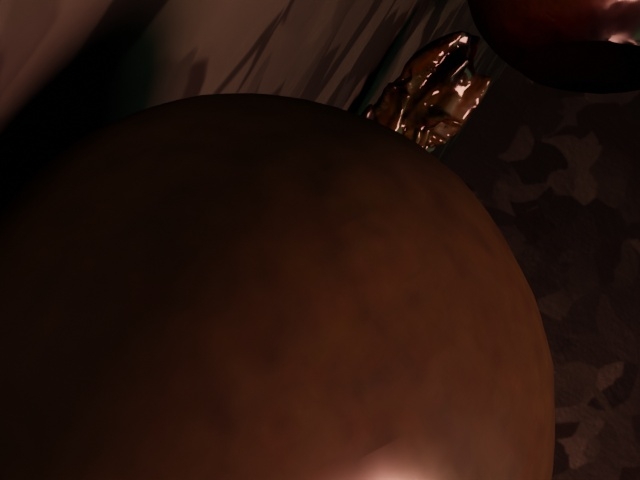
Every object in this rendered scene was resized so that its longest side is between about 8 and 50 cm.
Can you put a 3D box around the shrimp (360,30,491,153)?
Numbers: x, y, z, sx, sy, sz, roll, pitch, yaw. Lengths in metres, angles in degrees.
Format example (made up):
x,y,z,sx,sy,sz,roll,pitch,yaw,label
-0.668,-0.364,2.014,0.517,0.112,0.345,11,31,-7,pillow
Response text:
x,y,z,sx,sy,sz,roll,pitch,yaw,label
0.000,0.000,1.013,0.290,0.054,0.222,-55,175,2,shrimp

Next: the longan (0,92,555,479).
x,y,z,sx,sy,sz,roll,pitch,yaw,label
-0.023,0.047,0.465,0.167,0.167,0.187,-58,-163,-6,longan

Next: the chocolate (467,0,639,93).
x,y,z,sx,sy,sz,roll,pitch,yaw,label
0.160,-0.176,1.095,0.176,0.177,0.177,-58,176,-7,chocolate
